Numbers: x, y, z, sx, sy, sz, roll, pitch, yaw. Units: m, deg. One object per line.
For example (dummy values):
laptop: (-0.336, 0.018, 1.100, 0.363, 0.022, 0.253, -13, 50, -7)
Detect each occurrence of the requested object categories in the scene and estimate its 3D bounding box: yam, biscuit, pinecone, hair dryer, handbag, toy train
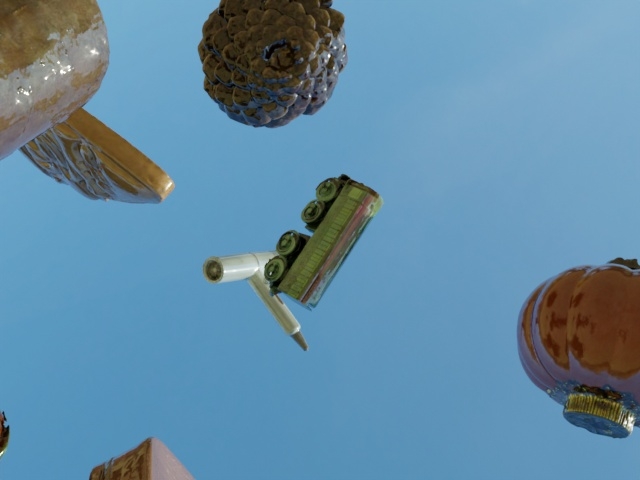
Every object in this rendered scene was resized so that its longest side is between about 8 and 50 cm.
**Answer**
yam: (-0.156, -0.071, 0.369, 0.084, 0.084, 0.127, 7, -149, 28)
biscuit: (-0.209, -0.082, 0.649, 0.250, 0.162, 0.035, 25, -112, 28)
pinecone: (-0.058, -0.232, 1.049, 0.184, 0.179, 0.204, -3, -170, 4)
hair dryer: (-0.078, 0.096, 1.239, 0.044, 0.155, 0.183, -41, -109, 29)
handbag: (-0.131, 0.273, 0.742, 0.072, 0.193, 0.151, -30, -147, 3)
toy train: (0.000, 0.000, 0.842, 0.071, 0.038, 0.148, 28, -100, 31)

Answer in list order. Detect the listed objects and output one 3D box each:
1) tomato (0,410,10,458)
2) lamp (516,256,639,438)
tomato: (-0.480, 0.237, 0.831, 0.239, 0.303, 0.303, 32, -118, 4)
lamp: (0.332, 0.118, 0.940, 0.223, 0.223, 0.196, 8, -116, 29)
